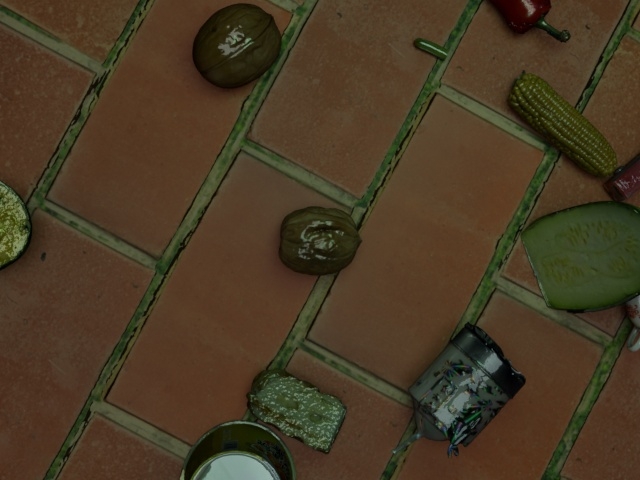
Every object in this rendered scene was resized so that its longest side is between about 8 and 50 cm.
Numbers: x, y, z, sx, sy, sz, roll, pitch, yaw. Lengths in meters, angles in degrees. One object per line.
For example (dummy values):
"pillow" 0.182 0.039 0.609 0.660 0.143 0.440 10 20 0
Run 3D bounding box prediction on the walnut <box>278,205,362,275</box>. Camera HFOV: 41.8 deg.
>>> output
"walnut" 0.000 0.000 1.838 0.184 0.155 0.156 1 88 -5

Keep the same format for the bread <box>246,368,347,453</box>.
"bread" -0.052 0.368 1.855 0.231 0.088 0.128 29 96 -8

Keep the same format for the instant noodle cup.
"instant noodle cup" -0.175 0.529 1.782 0.264 0.200 0.265 0 87 -4

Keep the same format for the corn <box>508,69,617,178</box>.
"corn" 0.555 -0.258 1.899 0.313 0.102 0.102 40 86 0

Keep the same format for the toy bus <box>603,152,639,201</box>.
"toy bus" 0.742 -0.169 1.918 0.192 0.077 0.065 -40 92 -3

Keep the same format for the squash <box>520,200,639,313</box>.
"squash" 0.595 0.032 1.786 0.210 0.309 0.234 -19 89 -3

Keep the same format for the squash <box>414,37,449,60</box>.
"squash" 0.254 -0.443 1.928 0.083 0.027 0.028 26 87 -1

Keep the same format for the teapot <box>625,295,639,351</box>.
"teapot" 0.762 0.146 1.892 0.159 0.116 0.246 29 84 -14

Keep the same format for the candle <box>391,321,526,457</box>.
"candle" 0.284 0.350 1.821 0.187 0.187 0.330 43 88 -1

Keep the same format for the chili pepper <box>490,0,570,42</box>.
"chili pepper" 0.420 -0.581 1.907 0.110 0.110 0.387 -41 85 -4

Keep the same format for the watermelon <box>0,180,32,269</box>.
"watermelon" -0.730 -0.037 1.810 0.232 0.127 0.204 40 87 -3

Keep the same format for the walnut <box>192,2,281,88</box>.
"walnut" -0.183 -0.428 1.840 0.207 0.167 0.167 -40 90 -6
